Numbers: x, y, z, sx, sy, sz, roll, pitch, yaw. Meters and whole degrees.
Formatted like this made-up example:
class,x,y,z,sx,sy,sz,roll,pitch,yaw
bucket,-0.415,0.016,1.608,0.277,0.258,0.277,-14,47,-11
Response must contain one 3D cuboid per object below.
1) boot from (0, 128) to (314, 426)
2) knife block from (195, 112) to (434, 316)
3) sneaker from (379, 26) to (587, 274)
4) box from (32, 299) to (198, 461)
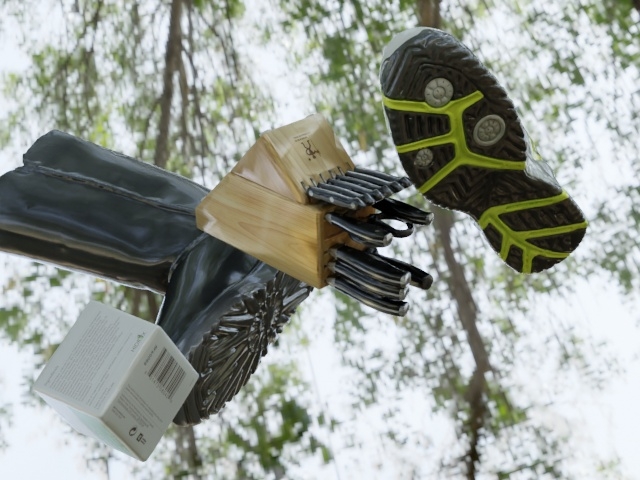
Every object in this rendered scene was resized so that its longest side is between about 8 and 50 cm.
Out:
class,x,y,z,sx,sy,sz,roll,pitch,yaw
boot,-0.262,0.029,1.457,0.445,0.367,0.146,20,-52,20
knife block,0.000,0.000,1.254,0.088,0.242,0.276,-23,-10,-38
sneaker,0.167,-0.107,1.336,0.145,0.147,0.384,-35,-48,7
box,-0.186,0.129,1.063,0.087,0.102,0.101,18,-25,29
